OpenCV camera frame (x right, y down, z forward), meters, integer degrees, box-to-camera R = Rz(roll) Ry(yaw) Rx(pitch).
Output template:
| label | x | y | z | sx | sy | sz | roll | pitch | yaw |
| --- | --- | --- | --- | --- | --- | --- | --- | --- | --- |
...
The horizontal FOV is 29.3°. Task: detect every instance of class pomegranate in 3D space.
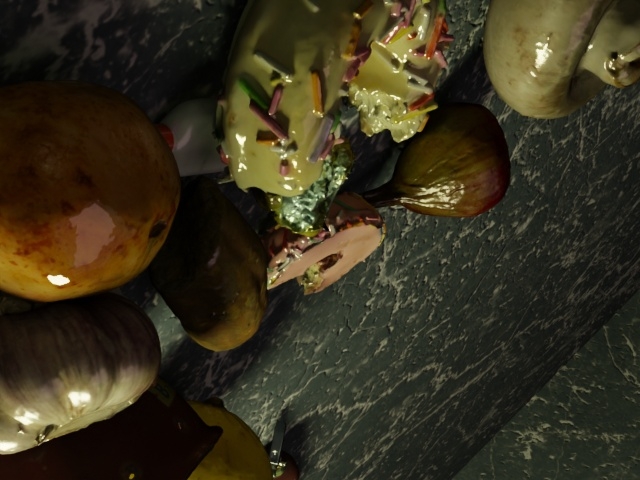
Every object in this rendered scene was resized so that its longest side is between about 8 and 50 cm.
| label | x | y | z | sx | sy | sz | roll | pitch | yaw |
| --- | --- | --- | --- | --- | --- | --- | --- | --- | --- |
| pomegranate | -0.259 | -0.049 | 1.207 | 0.248 | 0.248 | 0.248 | -39 | 155 | -23 |

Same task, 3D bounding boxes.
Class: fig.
| label | x | y | z | sx | sy | sz | roll | pitch | yaw |
| --- | --- | --- | --- | --- | --- | --- | --- | --- | --- |
| fig | 0.164 | -0.116 | 2.003 | 0.290 | 0.191 | 0.190 | -13 | 157 | 7 |

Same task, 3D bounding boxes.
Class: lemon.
| label | x | y | z | sx | sy | sz | roll | pitch | yaw |
| --- | --- | --- | --- | --- | --- | --- | --- | --- | --- |
| lemon | -0.207 | 0.393 | 1.872 | 0.297 | 0.297 | 0.297 | -39 | 155 | -23 |

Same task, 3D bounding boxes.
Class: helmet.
| label | x | y | z | sx | sy | sz | roll | pitch | yaw |
| --- | --- | --- | --- | --- | --- | --- | --- | --- | --- |
| helmet | -0.316 | 0.249 | 1.488 | 0.337 | 0.230 | 0.385 | -34 | -176 | -1 |

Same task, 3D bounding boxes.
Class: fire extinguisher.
| label | x | y | z | sx | sy | sz | roll | pitch | yaw |
| --- | --- | --- | --- | --- | --- | --- | --- | --- | --- |
| fire extinguisher | -0.092 | 0.481 | 2.467 | 0.344 | 0.102 | 0.138 | 95 | 9 | -52 |

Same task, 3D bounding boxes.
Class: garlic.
| label | x | y | z | sx | sy | sz | roll | pitch | yaw |
| --- | --- | --- | --- | --- | --- | --- | --- | --- | --- |
| garlic | -0.286 | 0.127 | 1.278 | 0.245 | 0.160 | 0.245 | -28 | 172 | -5 |

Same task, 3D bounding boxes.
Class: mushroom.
| label | x | y | z | sx | sy | sz | roll | pitch | yaw |
| --- | --- | --- | --- | --- | --- | --- | --- | --- | --- |
| mushroom | 0.425 | -0.337 | 1.892 | 0.362 | 0.294 | 0.362 | -41 | 155 | -24 |

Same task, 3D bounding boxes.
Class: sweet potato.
| label | x | y | z | sx | sy | sz | roll | pitch | yaw |
| --- | --- | --- | --- | --- | --- | --- | --- | --- | --- |
| sweet potato | -0.141 | 0.056 | 1.665 | 0.158 | 0.158 | 0.370 | -44 | 154 | -13 |

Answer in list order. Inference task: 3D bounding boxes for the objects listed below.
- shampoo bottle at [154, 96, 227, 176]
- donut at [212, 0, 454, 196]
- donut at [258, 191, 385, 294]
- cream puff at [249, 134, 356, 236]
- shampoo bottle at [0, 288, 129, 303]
| label | x | y | z | sx | sy | sz | roll | pitch | yaw |
| --- | --- | --- | --- | --- | --- | --- | --- | --- | --- |
| shampoo bottle | -0.155 | -0.125 | 1.483 | 0.221 | 0.051 | 0.108 | -13 | 139 | -55 |
| donut | 0.031 | -0.224 | 1.497 | 0.371 | 0.150 | 0.307 | -28 | 135 | -49 |
| donut | 0.000 | 0.000 | 1.876 | 0.199 | 0.085 | 0.233 | -38 | 160 | 15 |
| cream puff | -0.028 | -0.091 | 1.682 | 0.156 | 0.121 | 0.156 | -5 | 116 | -10 |
| shampoo bottle | -0.323 | 0.077 | 1.433 | 0.092 | 0.092 | 0.303 | -56 | 155 | 14 |
